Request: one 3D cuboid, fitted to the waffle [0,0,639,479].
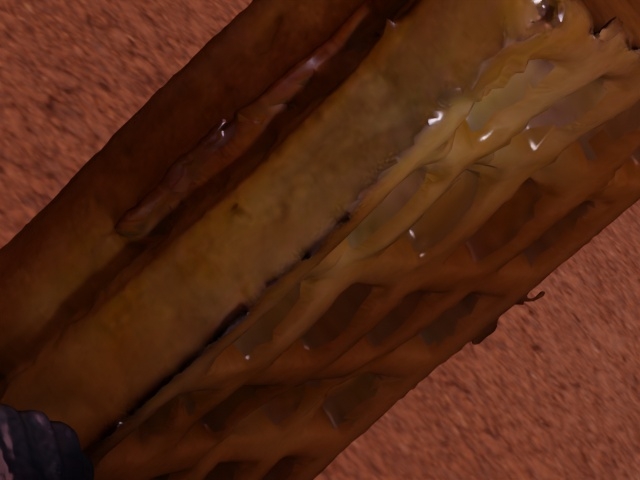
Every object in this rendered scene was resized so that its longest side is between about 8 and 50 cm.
[{"bbox_3d":[0.000,0.000,0.705,0.098,0.327,0.224,56,25,20],"label":"waffle"}]

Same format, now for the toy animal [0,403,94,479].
[{"bbox_3d":[-0.098,0.152,0.553,0.218,0.116,0.179,23,28,-50],"label":"toy animal"}]
